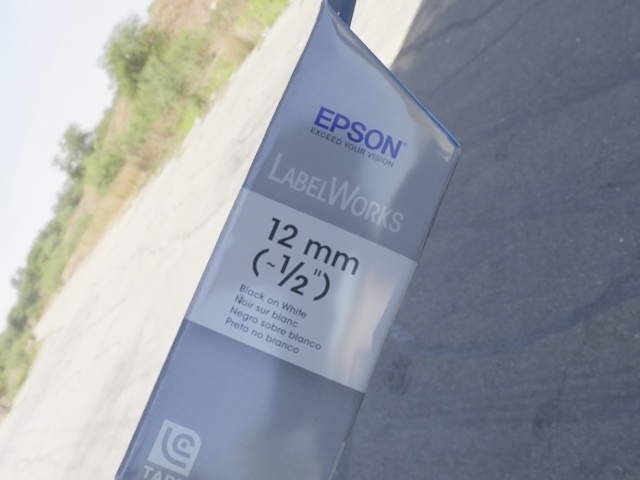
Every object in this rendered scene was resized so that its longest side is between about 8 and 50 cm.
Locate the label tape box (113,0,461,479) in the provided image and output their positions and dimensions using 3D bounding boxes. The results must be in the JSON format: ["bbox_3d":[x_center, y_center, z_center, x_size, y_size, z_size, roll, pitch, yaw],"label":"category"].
[{"bbox_3d":[0.000,0.000,0.526,0.249,0.115,0.348,122,173,-82],"label":"label tape box"}]
